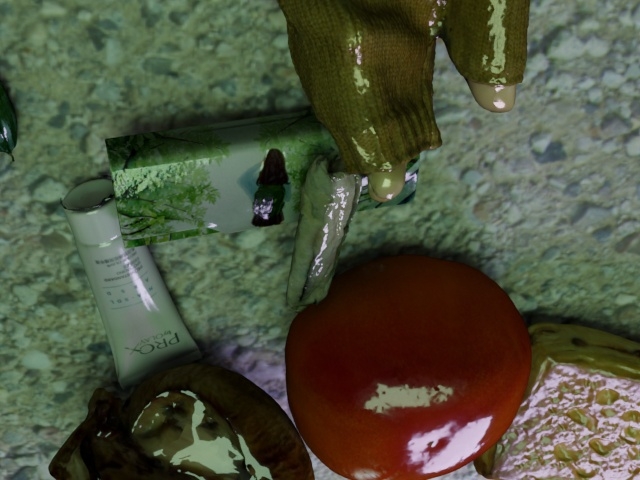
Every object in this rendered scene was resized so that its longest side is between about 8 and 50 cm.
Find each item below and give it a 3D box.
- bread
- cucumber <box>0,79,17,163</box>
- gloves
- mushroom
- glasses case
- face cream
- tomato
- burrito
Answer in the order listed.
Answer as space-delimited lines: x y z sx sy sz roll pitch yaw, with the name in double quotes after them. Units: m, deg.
0.305 0.195 0.993 0.235 0.099 0.210 12 118 -7 "bread"
-0.297 -0.137 0.751 0.039 0.039 0.167 -15 121 4 "cucumber"
0.062 -0.204 0.672 0.203 0.155 0.356 -3 103 -23 "gloves"
-0.143 0.255 0.922 0.263 0.195 0.283 -44 121 13 "mushroom"
-0.048 -0.060 0.781 0.272 0.062 0.095 -11 124 -12 "glasses case"
-0.193 0.049 0.871 0.092 0.058 0.243 -20 127 -9 "face cream"
0.089 0.141 0.885 0.260 0.180 0.259 -4 125 -5 "tomato"
-0.001 -0.001 0.780 0.058 0.045 0.188 -25 144 -35 "burrito"
